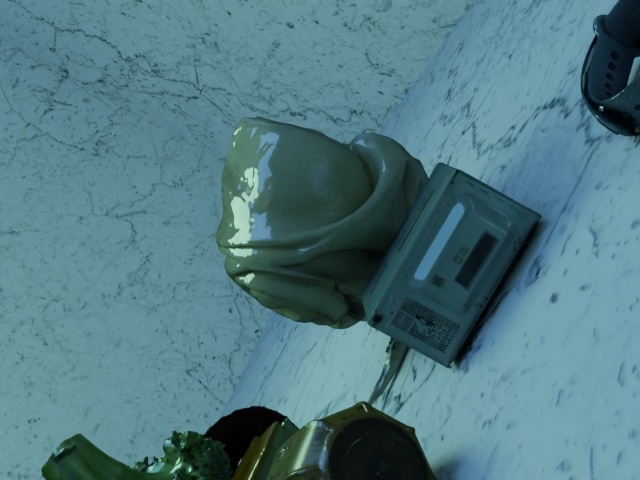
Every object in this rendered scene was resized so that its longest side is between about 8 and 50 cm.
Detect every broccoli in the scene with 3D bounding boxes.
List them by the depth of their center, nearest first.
[{"bbox_3d":[-0.266,0.399,1.077,0.288,0.259,0.236,-42,-35,-46],"label":"broccoli"}]

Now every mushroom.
[{"bbox_3d":[0.116,0.139,1.168,0.306,0.043,0.068,-69,-5,-52],"label":"mushroom"}]

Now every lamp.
[{"bbox_3d":[0.024,0.260,0.776,0.185,0.161,0.161,-58,5,50],"label":"lamp"}]

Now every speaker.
[{"bbox_3d":[-0.114,0.470,1.317,0.330,0.198,0.259,101,152,-55],"label":"speaker"}]

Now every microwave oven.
[{"bbox_3d":[0.154,0.026,0.926,0.208,0.122,0.162,-61,6,9],"label":"microwave oven"}]

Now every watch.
[{"bbox_3d":[0.335,-0.208,0.759,0.193,0.068,0.206,-58,8,25],"label":"watch"}]

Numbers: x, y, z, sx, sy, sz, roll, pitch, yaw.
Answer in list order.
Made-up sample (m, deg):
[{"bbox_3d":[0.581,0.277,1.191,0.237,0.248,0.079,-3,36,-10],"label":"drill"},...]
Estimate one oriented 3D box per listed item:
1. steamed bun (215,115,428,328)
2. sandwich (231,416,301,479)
[{"bbox_3d":[0.000,0.000,1.119,0.368,0.342,0.255,57,-137,-50],"label":"steamed bun"},{"bbox_3d":[-0.055,0.364,0.973,0.227,0.155,0.198,-57,5,42],"label":"sandwich"}]
